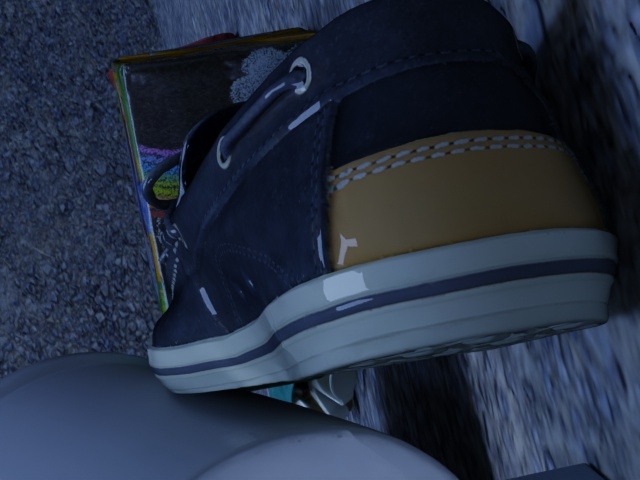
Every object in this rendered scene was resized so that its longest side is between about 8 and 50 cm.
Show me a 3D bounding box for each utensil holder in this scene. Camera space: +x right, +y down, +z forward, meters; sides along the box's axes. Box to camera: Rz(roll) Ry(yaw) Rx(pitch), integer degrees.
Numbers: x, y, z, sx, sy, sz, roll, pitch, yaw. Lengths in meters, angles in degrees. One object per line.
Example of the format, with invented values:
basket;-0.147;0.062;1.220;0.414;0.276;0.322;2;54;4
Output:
utensil holder;-0.100;0.251;0.796;0.385;0.327;0.328;-2;99;60

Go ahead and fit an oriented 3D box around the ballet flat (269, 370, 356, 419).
ballet flat;-0.004;0.137;1.142;0.087;0.083;0.247;56;164;24

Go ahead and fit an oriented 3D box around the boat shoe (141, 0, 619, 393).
boat shoe;0.000;0.000;0.650;0.500;0.186;0.156;146;114;-73

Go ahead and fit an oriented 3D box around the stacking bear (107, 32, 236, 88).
stacking bear;-0.159;-0.110;1.570;0.164;0.175;0.289;169;82;-79

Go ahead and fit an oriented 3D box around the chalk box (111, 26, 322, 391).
chalk box;-0.060;-0.020;0.965;0.179;0.180;0.289;-136;37;-74

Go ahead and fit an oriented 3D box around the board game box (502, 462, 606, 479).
board game box;0.009;0.187;0.378;0.318;0.318;0.066;-141;42;-75
